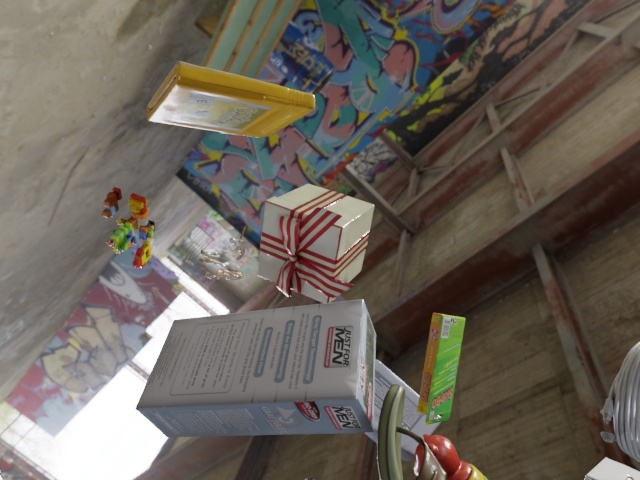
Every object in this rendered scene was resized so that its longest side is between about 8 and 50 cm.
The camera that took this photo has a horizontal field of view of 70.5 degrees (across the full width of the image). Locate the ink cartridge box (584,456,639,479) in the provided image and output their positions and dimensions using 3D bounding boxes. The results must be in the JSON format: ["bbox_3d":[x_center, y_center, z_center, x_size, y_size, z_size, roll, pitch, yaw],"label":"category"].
[{"bbox_3d":[0.631,0.617,0.996,0.092,0.158,0.218,17,-81,46],"label":"ink cartridge box"}]

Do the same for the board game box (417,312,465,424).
[{"bbox_3d":[0.297,0.312,1.109,0.039,0.124,0.259,2,-100,43],"label":"board game box"}]

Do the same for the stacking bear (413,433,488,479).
[{"bbox_3d":[0.341,0.626,1.128,0.164,0.289,0.175,-35,174,7],"label":"stacking bear"}]

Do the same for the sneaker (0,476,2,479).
[{"bbox_3d":[-0.641,0.510,0.867,0.112,0.319,0.131,-11,-162,-23],"label":"sneaker"}]

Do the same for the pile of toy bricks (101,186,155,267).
[{"bbox_3d":[-0.471,-0.018,1.084,0.212,0.118,0.105,107,3,-47],"label":"pile of toy bricks"}]

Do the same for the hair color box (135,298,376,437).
[{"bbox_3d":[-0.099,0.222,0.776,0.374,0.114,0.185,-9,-139,17],"label":"hair color box"}]

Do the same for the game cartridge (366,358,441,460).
[{"bbox_3d":[0.184,0.479,1.312,0.196,0.294,0.060,-26,145,-43],"label":"game cartridge"}]

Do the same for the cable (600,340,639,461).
[{"bbox_3d":[0.689,0.326,0.920,0.089,0.257,0.257,5,-114,58],"label":"cable"}]

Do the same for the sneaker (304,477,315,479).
[{"bbox_3d":[0.029,0.735,1.227,0.078,0.234,0.106,-50,178,28],"label":"sneaker"}]

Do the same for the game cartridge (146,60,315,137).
[{"bbox_3d":[-0.220,-0.317,1.086,0.285,0.323,0.053,-6,-98,58],"label":"game cartridge"}]

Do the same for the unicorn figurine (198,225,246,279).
[{"bbox_3d":[-0.212,0.040,1.018,0.060,0.111,0.162,-64,-144,38],"label":"unicorn figurine"}]

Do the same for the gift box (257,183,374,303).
[{"bbox_3d":[0.000,0.000,1.202,0.258,0.276,0.255,-34,134,-54],"label":"gift box"}]

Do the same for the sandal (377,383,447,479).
[{"bbox_3d":[0.131,0.348,0.602,0.086,0.120,0.303,-11,-123,8],"label":"sandal"}]
